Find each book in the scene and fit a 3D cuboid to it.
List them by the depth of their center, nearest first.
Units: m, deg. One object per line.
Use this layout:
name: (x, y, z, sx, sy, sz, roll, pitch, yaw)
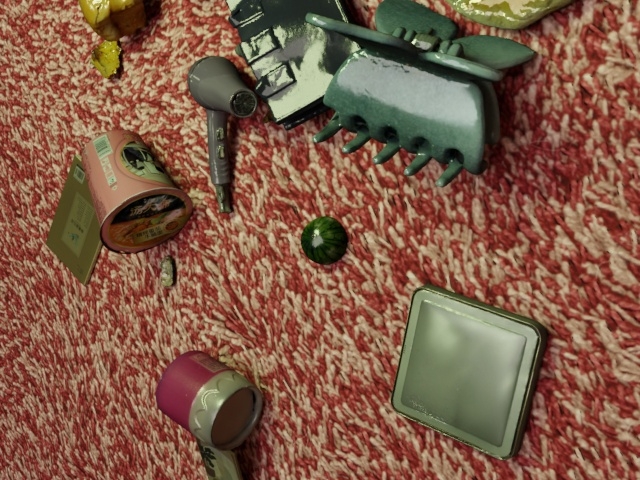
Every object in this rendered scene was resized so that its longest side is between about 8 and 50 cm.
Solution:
book: (-0.679, -0.057, 2.117, 0.217, 0.021, 0.310, 40, 116, 27)

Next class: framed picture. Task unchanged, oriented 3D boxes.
framed picture: (-0.234, 0.551, 1.781, 0.136, 0.010, 0.201, 19, 132, 36)

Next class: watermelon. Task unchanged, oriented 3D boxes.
watermelon: (0.000, 0.000, 1.573, 0.105, 0.062, 0.105, 0, 91, 29)

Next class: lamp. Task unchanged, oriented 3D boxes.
lamp: (0.270, 0.243, 1.398, 0.266, 0.047, 0.269, 19, 106, 35)

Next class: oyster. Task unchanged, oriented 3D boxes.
oyster: (-0.389, 0.077, 1.907, 0.054, 0.019, 0.083, 5, 99, 39)

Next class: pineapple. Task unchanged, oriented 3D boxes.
pineapple: (-0.582, -0.478, 1.976, 0.114, 0.077, 0.114, -4, 87, 51)

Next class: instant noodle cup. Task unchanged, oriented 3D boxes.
instant noodle cup: (-0.470, -0.134, 1.842, 0.244, 0.244, 0.255, -50, 57, 30)

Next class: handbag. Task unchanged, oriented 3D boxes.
handbag: (-0.059, -0.408, 1.527, 0.269, 0.118, 0.325, -25, 77, 17)

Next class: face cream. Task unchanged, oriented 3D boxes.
face cream: (-0.257, 0.370, 1.733, 0.195, 0.175, 0.175, 22, 107, 34)

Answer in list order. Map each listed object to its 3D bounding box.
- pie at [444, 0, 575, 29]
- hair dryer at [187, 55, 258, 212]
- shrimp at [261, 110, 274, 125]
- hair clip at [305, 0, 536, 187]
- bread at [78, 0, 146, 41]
pie: (0.333, -0.525, 1.261, 0.337, 0.075, 0.337, 4, 96, 37)
hair dryer: (-0.212, -0.222, 1.676, 0.301, 0.121, 0.361, -136, 40, -56)
shrimp: (-0.085, -0.322, 1.617, 0.162, 0.045, 0.095, -43, 68, 25)
hair clip: (0.166, -0.253, 1.288, 0.318, 0.392, 0.238, 22, 118, 17)
bread: (-0.543, -0.678, 1.849, 0.195, 0.149, 0.344, 122, 131, -76)
